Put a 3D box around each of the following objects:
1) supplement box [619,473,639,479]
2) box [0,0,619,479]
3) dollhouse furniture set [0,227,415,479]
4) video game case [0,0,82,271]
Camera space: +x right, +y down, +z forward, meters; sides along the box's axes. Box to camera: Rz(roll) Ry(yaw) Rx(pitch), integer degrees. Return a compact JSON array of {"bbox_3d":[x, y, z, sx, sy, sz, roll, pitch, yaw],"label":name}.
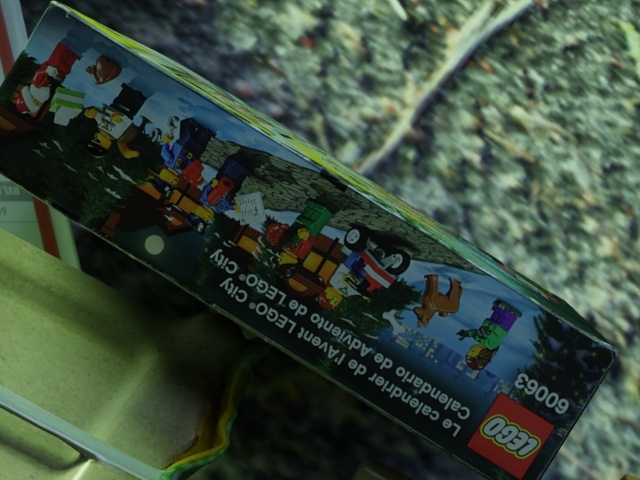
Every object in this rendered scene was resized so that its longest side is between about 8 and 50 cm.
[{"bbox_3d":[0.115,0.126,0.639,0.055,0.043,0.083,22,38,-19],"label":"supplement box"},{"bbox_3d":[0.000,0.000,0.576,0.159,0.044,0.233,32,3,3],"label":"box"},{"bbox_3d":[-0.070,0.114,0.454,0.301,0.151,0.197,28,21,1],"label":"dollhouse furniture set"},{"bbox_3d":[-0.190,0.001,0.502,0.285,0.025,0.204,1,65,-39],"label":"video game case"}]
